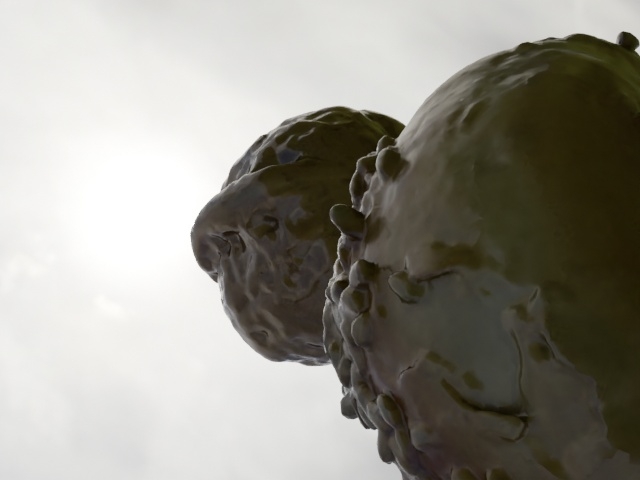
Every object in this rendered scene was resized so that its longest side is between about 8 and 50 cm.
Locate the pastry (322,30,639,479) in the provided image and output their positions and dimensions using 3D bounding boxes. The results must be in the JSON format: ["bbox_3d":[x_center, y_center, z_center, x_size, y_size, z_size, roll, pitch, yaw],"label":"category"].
[{"bbox_3d":[0.112,0.048,0.778,0.316,0.184,0.284,32,-129,-62],"label":"pastry"}]

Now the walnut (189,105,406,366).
[{"bbox_3d":[0.000,0.000,1.433,0.257,0.257,0.224,11,-119,-36],"label":"walnut"}]
